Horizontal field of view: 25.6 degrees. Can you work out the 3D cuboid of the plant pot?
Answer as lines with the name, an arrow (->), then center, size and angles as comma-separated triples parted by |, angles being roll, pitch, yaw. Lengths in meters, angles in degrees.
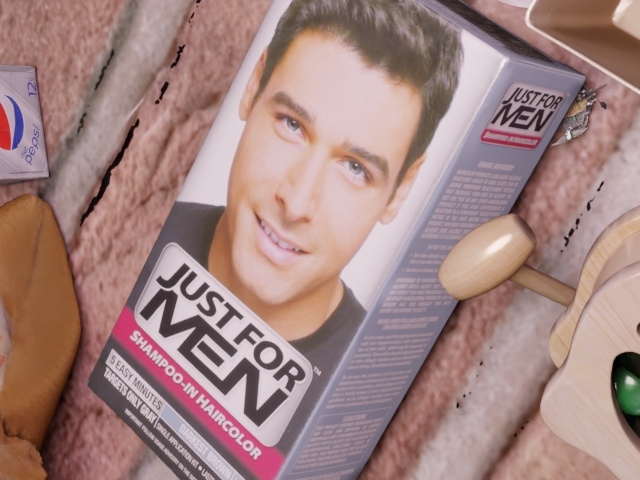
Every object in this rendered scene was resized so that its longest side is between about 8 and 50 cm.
plant pot -> 0.211, -0.153, 0.869 | 0.109, 0.096, 0.109 | 36, 110, 22

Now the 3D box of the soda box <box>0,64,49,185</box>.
soda box -> -0.372, -0.079, 1.202 | 0.286, 0.091, 0.098 | -7, 91, 29

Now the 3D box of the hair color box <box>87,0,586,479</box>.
hair color box -> 0.000, 0.000, 0.975 | 0.185, 0.113, 0.374 | 39, 111, 31

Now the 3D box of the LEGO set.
LEGO set -> 0.171, -0.101, 0.942 | 0.054, 0.023, 0.083 | 37, 97, 20

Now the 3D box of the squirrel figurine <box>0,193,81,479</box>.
squirrel figurine -> -0.383, 0.178, 1.133 | 0.370, 0.281, 0.397 | -29, 77, 34

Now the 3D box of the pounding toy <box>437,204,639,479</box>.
pounding toy -> 0.219, 0.048, 0.855 | 0.269, 0.155, 0.154 | 37, 123, -10

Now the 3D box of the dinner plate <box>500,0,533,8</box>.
dinner plate -> 0.146, -0.227, 0.947 | 0.141, 0.017, 0.141 | 3, 97, 29
